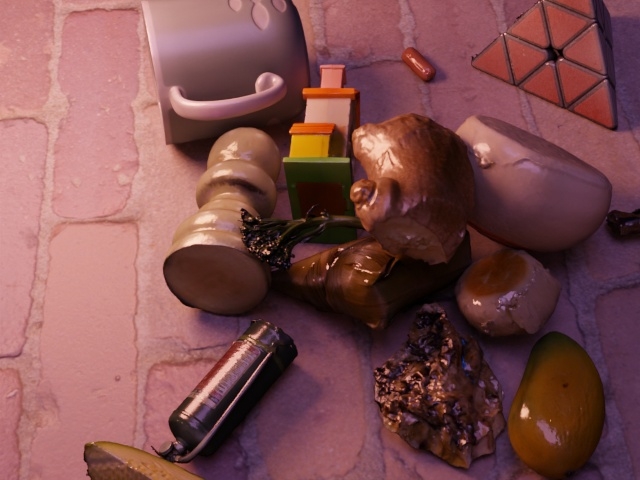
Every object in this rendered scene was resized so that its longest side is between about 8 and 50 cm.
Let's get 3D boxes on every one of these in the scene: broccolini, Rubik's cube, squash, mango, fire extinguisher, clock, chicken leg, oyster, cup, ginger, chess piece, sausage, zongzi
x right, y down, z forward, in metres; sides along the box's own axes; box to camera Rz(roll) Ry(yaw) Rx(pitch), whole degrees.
[{"bbox_3d":[0.008,-0.001,1.698,0.272,0.062,0.123,1,51,-7],"label":"broccolini"},{"bbox_3d":[0.463,-0.369,2.068,0.228,0.233,0.229,-63,24,6],"label":"Rubik's cube"},{"bbox_3d":[-0.174,0.366,1.559,0.289,0.111,0.203,-9,88,15],"label":"squash"},{"bbox_3d":[0.362,0.246,1.660,0.137,0.091,0.237,21,58,11],"label":"mango"},{"bbox_3d":[-0.157,0.249,1.681,0.118,0.093,0.294,3,44,51],"label":"fire extinguisher"},{"bbox_3d":[0.011,-0.158,1.893,0.106,0.219,0.255,1,53,6],"label":"clock"},{"bbox_3d":[0.595,-0.039,1.870,0.196,0.080,0.125,-28,47,-7],"label":"chicken leg"},{"bbox_3d":[0.192,0.227,1.692,0.223,0.083,0.214,31,63,15],"label":"oyster"},{"bbox_3d":[-0.158,-0.300,1.955,0.275,0.259,0.356,-11,29,-8],"label":"cup"},{"bbox_3d":[0.131,-0.085,1.694,0.221,0.130,0.275,-13,56,-31],"label":"ginger"},{"bbox_3d":[-0.146,-0.054,1.869,0.182,0.182,0.330,5,48,6],"label":"chess piece"},{"bbox_3d":[0.190,-0.341,2.130,0.034,0.034,0.083,-30,59,-17],"label":"sausage"},{"bbox_3d":[0.076,0.038,1.839,0.260,0.123,0.289,-27,24,-37],"label":"zongzi"}]

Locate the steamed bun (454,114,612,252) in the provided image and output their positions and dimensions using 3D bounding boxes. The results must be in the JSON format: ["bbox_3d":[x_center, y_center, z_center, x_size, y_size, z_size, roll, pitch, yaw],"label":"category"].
[{"bbox_3d":[0.328,-0.078,1.815,0.283,0.177,0.283,22,16,-7],"label":"steamed bun"}]

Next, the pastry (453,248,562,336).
[{"bbox_3d":[0.295,0.085,1.755,0.166,0.088,0.165,-22,34,16],"label":"pastry"}]

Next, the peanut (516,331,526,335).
[{"bbox_3d":[0.336,0.121,1.784,0.037,0.037,0.083,32,70,24],"label":"peanut"}]
